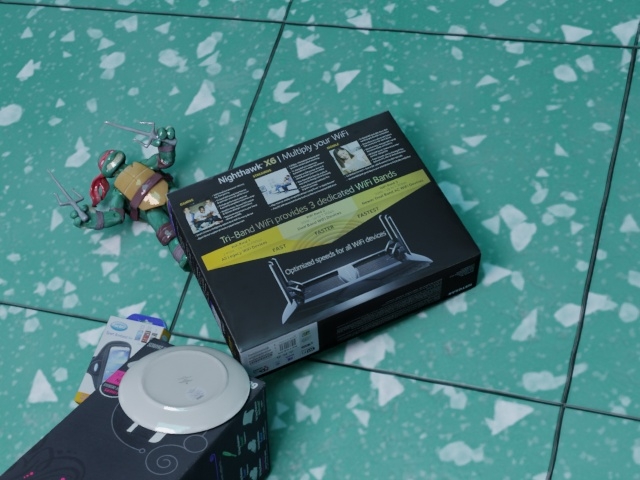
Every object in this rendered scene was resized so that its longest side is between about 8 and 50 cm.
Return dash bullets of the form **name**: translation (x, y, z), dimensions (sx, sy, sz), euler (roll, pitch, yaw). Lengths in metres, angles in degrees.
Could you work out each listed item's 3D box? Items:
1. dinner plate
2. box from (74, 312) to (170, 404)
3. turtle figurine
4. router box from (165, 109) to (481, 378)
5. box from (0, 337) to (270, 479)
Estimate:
- **dinner plate**: translation (-0.146, 0.154, 1.203), dimensions (0.141, 0.017, 0.141), euler (1, 36, -1)
- **box**: translation (-0.245, 0.152, 1.405), dimensions (0.081, 0.028, 0.136), euler (10, 66, 21)
- **turtle figurine**: translation (-0.230, -0.068, 1.473), dimensions (0.234, 0.118, 0.175), euler (35, 93, 12)
- **router box**: translation (0.000, 0.000, 1.348), dimensions (0.308, 0.081, 0.243), euler (-21, 58, -12)
- **box**: translation (-0.191, 0.253, 1.200), dimensions (0.165, 0.143, 0.270), euler (17, 38, 24)
